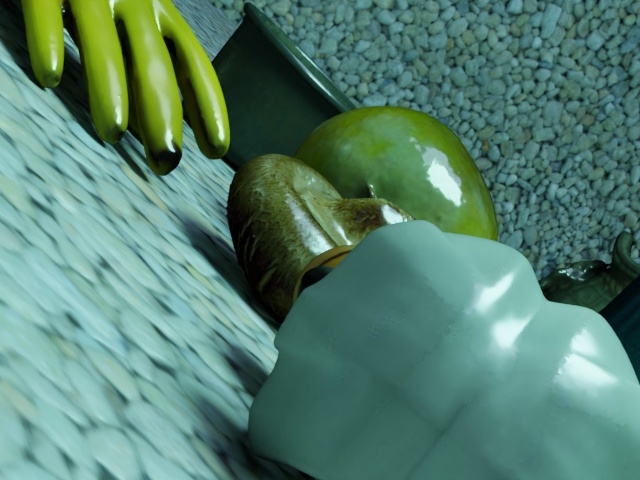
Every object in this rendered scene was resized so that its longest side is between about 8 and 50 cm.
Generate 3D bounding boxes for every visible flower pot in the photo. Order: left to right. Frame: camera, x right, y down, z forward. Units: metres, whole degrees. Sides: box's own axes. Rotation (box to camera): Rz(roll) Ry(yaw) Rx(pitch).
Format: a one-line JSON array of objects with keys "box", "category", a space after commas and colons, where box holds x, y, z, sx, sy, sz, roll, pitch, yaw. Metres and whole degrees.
[{"box": [-0.042, -0.109, 1.299, 0.157, 0.107, 0.157, 47, 7, -7], "category": "flower pot"}, {"box": [0.392, 0.142, 1.959, 0.302, 0.213, 0.302, 44, 7, -7], "category": "flower pot"}]

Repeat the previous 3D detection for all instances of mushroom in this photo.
[{"box": [-0.004, 0.006, 0.899, 0.109, 0.085, 0.126, -1, 48, -34], "category": "mushroom"}]

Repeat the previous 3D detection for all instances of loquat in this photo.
[{"box": [0.042, -0.014, 1.033, 0.152, 0.152, 0.195, 45, 2, 1], "category": "loquat"}]

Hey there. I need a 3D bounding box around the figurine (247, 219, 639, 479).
[{"box": [0.053, 0.066, 0.662, 0.176, 0.133, 0.236, 36, 3, 7], "category": "figurine"}]

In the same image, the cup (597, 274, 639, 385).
[{"box": [0.346, 0.146, 1.272, 0.308, 0.292, 0.242, 42, 6, -12], "category": "cup"}]

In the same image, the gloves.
[{"box": [-0.150, -0.145, 0.990, 0.133, 0.116, 0.294, 6, 39, -33], "category": "gloves"}]
